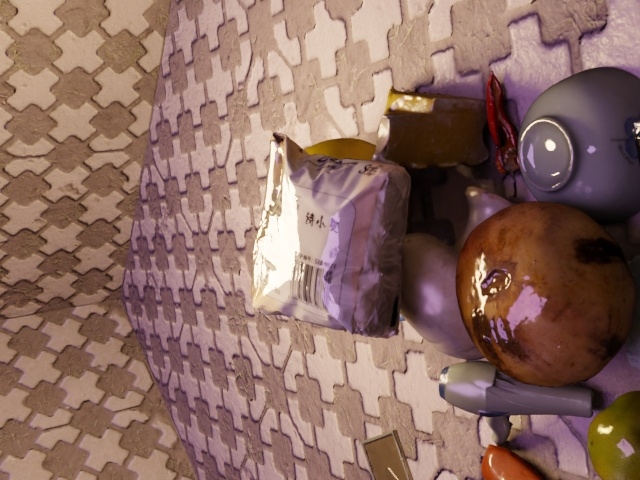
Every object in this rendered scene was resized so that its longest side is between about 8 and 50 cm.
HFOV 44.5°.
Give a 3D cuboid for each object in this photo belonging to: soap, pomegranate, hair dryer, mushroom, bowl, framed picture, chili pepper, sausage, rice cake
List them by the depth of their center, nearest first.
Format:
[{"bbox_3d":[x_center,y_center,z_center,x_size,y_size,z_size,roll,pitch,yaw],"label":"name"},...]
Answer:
[{"bbox_3d":[0.386,0.092,1.355,0.322,0.322,0.322,22,116,55],"label":"pomegranate"},{"bbox_3d":[0.564,0.126,1.360,0.069,0.063,0.206,-7,91,65],"label":"rice cake"},{"bbox_3d":[0.450,-0.160,1.393,0.289,0.146,0.289,22,117,54],"label":"bowl"},{"bbox_3d":[0.425,0.344,1.594,0.296,0.298,0.119,-11,45,39],"label":"hair dryer"},{"bbox_3d":[0.368,-0.213,1.594,0.050,0.059,0.268,146,114,-69],"label":"chili pepper"},{"bbox_3d":[0.456,0.547,1.608,0.097,0.094,0.348,47,175,-40],"label":"sausage"},{"bbox_3d":[0.258,0.080,1.623,0.315,0.315,0.356,19,125,55],"label":"mushroom"},{"bbox_3d":[0.151,-0.245,1.706,0.339,0.304,0.169,23,113,54],"label":"soap"},{"bbox_3d":[0.196,0.655,2.145,0.184,0.016,0.250,-43,62,54],"label":"framed picture"}]

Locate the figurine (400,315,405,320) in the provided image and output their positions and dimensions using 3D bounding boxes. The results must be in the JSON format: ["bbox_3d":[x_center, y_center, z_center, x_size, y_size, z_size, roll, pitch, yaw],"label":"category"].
[{"bbox_3d":[0.194,0.147,1.973,0.114,0.079,0.114,-17,-90,-85],"label":"figurine"}]

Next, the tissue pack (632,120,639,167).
[{"bbox_3d":[0.612,0.014,1.059,0.253,0.264,0.416,-5,93,58],"label":"tissue pack"}]

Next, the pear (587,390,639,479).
[{"bbox_3d":[0.544,0.353,1.362,0.166,0.180,0.216,37,166,9],"label":"pear"}]

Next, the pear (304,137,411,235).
[{"bbox_3d":[0.041,-0.070,1.873,0.418,0.362,0.362,-44,-52,-84],"label":"pear"}]

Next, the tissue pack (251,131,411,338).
[{"bbox_3d":[0.000,0.000,1.556,0.375,0.195,0.390,17,104,41],"label":"tissue pack"}]
